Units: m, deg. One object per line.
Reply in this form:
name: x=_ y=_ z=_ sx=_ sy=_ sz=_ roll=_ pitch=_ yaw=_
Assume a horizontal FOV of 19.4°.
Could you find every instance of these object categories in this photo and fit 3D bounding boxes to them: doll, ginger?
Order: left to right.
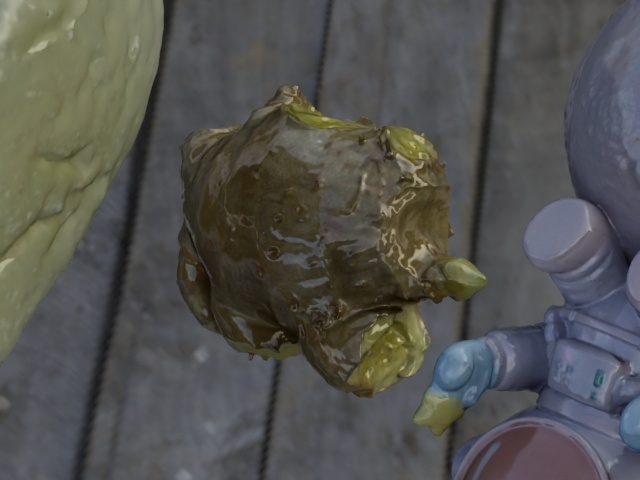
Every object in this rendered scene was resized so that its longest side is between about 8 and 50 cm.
ginger: x=0.000 y=0.000 z=0.997 sx=0.216 sy=0.102 sz=0.157 roll=15 pitch=98 yaw=42
doll: x=0.136 y=0.036 z=0.751 sx=0.151 sy=0.151 sz=0.287 roll=23 pitch=90 yaw=26

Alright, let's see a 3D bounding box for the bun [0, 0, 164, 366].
bun: x=-0.254 y=-0.082 z=0.867 sx=0.352 sy=0.227 sz=0.349 roll=-19 pitch=53 yaw=11
